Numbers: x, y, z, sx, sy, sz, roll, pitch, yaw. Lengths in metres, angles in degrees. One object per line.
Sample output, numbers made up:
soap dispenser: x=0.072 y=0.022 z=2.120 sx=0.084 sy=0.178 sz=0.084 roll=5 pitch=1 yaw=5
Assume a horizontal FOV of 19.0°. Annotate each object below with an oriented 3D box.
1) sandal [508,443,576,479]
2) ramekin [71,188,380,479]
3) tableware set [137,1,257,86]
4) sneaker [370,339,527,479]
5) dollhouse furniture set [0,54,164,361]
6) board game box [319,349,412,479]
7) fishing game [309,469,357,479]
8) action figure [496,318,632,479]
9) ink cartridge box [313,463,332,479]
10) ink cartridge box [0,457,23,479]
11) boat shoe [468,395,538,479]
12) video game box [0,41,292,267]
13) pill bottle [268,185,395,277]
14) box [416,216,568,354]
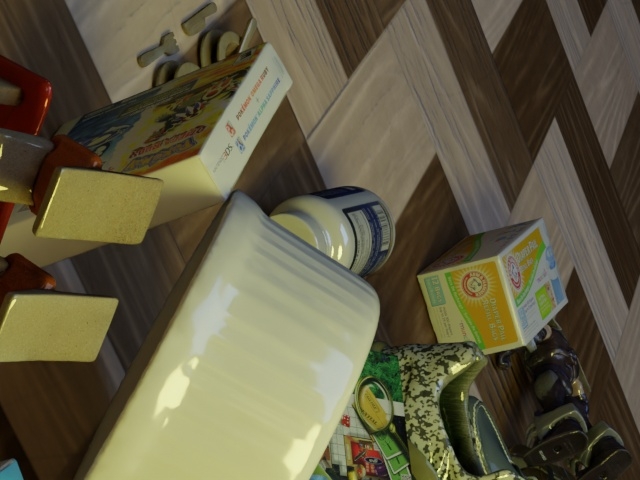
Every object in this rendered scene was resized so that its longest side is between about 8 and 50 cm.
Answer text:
sandal: x=0.270 y=0.305 z=2.312 sx=0.180 sy=0.049 sz=0.072 roll=37 pitch=37 yaw=-33
ramekin: x=-0.070 y=0.114 z=1.373 sx=0.135 sy=0.277 sz=0.277 roll=28 pitch=37 yaw=-6
tableware set: x=-0.096 y=-0.143 z=1.776 sx=0.128 sy=0.039 sz=0.194 roll=68 pitch=25 yaw=-15
sneaker: x=0.109 y=0.272 z=1.807 sx=0.158 sy=0.182 sz=0.410 roll=18 pitch=61 yaw=-62
dollhouse furniture set: x=-0.232 y=0.010 z=1.163 sx=0.135 sy=0.262 sz=0.259 roll=6 pitch=109 yaw=-54
board game box: x=-0.020 y=0.149 z=1.695 sx=0.260 sy=0.030 sz=0.136 roll=14 pitch=60 yaw=-43
fishing game: x=-0.010 y=0.272 z=1.489 sx=0.264 sy=0.041 sz=0.189 roll=-40 pitch=117 yaw=-66
action figure: x=0.285 y=0.185 z=2.328 sx=0.185 sy=0.099 sz=0.285 roll=46 pitch=16 yaw=-25
ink cartridge box: x=-0.006 y=0.277 z=1.645 sx=0.209 sy=0.109 sz=0.062 roll=53 pitch=31 yaw=-40
ink cartridge box: x=-0.224 y=0.213 z=1.235 sx=0.052 sy=0.088 sz=0.122 roll=-40 pitch=113 yaw=-64
boat shoe: x=0.231 y=0.303 z=2.154 sx=0.319 sy=0.099 sz=0.116 roll=66 pitch=26 yaw=-19
video game box: x=-0.138 y=-0.061 z=1.439 sx=0.048 sy=0.205 sz=0.187 roll=59 pitch=28 yaw=-24
pill bottle: x=0.000 y=0.000 z=1.835 sx=0.169 sy=0.094 sz=0.094 roll=-15 pitch=90 yaw=-65
box: x=0.203 y=0.056 z=2.230 sx=0.203 sy=0.103 sz=0.114 roll=-34 pitch=107 yaw=-65
